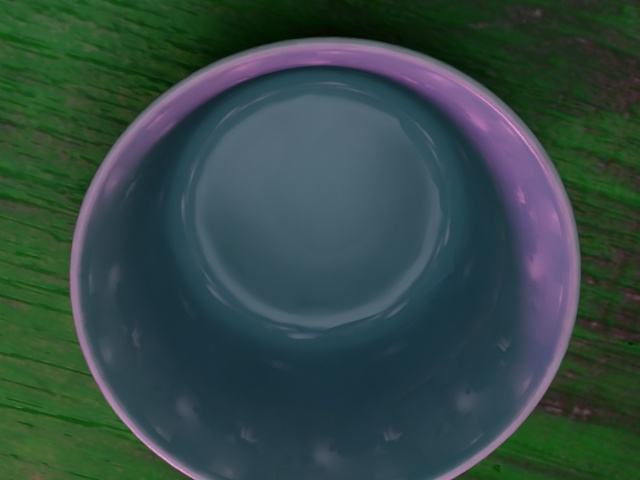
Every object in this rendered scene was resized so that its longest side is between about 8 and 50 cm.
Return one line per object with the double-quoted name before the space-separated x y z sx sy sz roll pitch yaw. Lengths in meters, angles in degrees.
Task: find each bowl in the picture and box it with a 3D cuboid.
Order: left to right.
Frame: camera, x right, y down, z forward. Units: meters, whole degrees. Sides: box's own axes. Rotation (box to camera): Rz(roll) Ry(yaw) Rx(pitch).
"bowl" 0.000 0.000 1.095 0.312 0.163 0.311 -1 111 -3
